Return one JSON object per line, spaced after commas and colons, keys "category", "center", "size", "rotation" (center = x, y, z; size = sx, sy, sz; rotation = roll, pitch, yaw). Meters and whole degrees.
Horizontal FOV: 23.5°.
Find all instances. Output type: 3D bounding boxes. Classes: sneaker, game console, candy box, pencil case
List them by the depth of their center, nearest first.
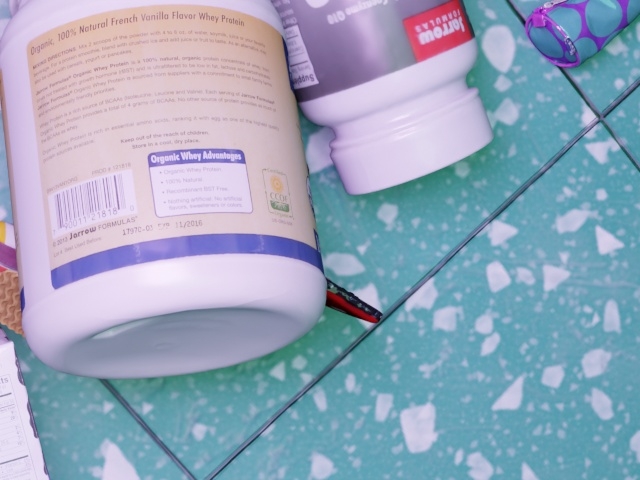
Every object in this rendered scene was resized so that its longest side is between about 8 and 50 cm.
{"category": "candy box", "center": [-0.258, 0.172, 1.222], "size": [0.070, 0.165, 0.196], "rotation": [-16, 97, -14]}
{"category": "sneaker", "center": [-0.265, 0.015, 1.268], "size": [0.185, 0.084, 0.069], "rotation": [37, 114, 8]}
{"category": "game console", "center": [0.000, 0.000, 1.290], "size": [0.124, 0.144, 0.085], "rotation": [31, 85, -15]}
{"category": "pencil case", "center": [0.259, -0.224, 1.386], "size": [0.151, 0.064, 0.070], "rotation": [-43, 127, -9]}

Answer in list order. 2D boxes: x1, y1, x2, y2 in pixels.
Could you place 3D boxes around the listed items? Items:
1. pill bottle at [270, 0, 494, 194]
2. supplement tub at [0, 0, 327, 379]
{"category": "pill bottle", "center": [0.036, -0.193, 1.280], "size": [0.161, 0.161, 0.283], "rotation": [-23, 99, -12]}
{"category": "supplement tub", "center": [-0.126, -0.071, 1.175], "size": [0.228, 0.228, 0.316], "rotation": [-4, 72, -14]}
